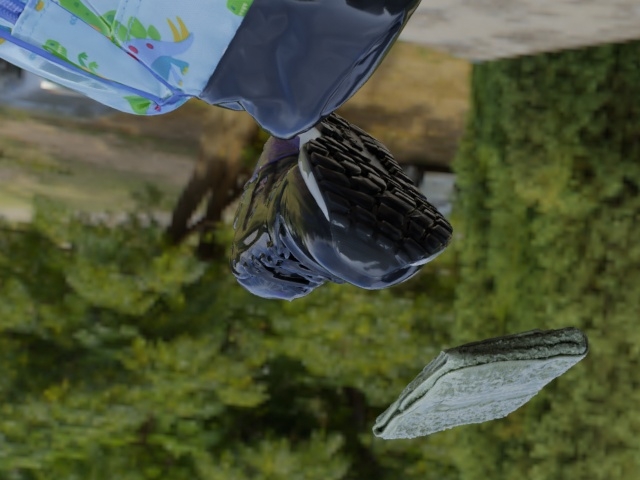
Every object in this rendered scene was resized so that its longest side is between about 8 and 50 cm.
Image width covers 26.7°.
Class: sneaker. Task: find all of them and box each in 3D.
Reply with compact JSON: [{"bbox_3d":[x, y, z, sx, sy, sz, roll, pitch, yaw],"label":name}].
[{"bbox_3d":[0.000,0.000,0.870,0.107,0.124,0.283,31,-169,-12],"label":"sneaker"}]

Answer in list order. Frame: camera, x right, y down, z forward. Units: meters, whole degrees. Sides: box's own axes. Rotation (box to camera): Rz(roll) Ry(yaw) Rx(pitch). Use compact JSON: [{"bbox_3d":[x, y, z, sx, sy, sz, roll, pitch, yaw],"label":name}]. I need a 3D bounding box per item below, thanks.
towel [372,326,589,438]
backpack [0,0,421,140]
[{"bbox_3d":[0.115,0.103,0.960,0.148,0.027,0.110,-6,148,-39],"label":"towel"},{"bbox_3d":[-0.125,-0.215,0.599,0.355,0.290,0.273,35,132,-17],"label":"backpack"}]
